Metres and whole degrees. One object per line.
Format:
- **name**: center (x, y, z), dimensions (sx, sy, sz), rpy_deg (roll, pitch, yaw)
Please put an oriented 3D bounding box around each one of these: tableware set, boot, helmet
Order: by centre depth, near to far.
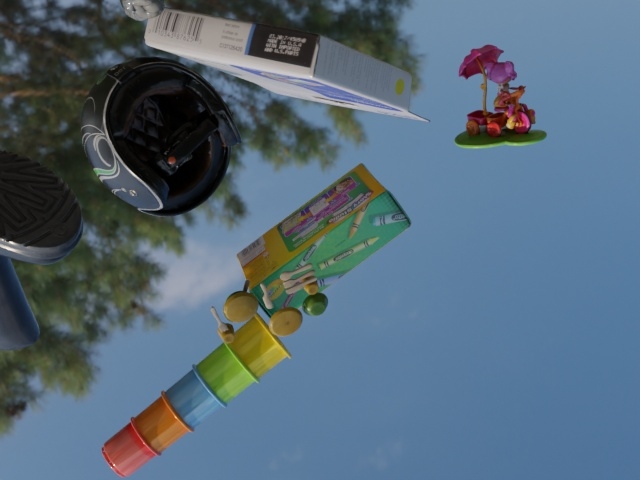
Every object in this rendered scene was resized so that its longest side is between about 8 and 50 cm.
- **helmet**: center (-0.172, -0.110, 0.987), dimensions (0.169, 0.169, 0.161), rpy_deg (-21, -177, -16)
- **tableware set**: center (-0.067, 0.089, 1.232), dimensions (0.154, 0.104, 0.024), rpy_deg (-25, -143, -7)
- **boot**: center (-0.523, 0.048, 1.498), dimensions (0.367, 0.445, 0.146), rpy_deg (28, -130, 15)

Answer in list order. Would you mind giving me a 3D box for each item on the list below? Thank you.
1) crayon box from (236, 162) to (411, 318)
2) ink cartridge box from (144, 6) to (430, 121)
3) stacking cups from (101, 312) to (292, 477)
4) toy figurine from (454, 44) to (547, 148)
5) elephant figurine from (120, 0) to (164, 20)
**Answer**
- **crayon box**: center (0.000, 0.000, 1.553), dimensions (0.278, 0.081, 0.165), rpy_deg (-36, -156, 2)
- **ink cartridge box**: center (-0.035, -0.248, 1.319), dimensions (0.303, 0.072, 0.307), rpy_deg (17, -173, 34)
- **stacking cups**: center (-0.193, 0.241, 1.418), dimensions (0.316, 0.096, 0.096), rpy_deg (-39, -143, -7)
- **toy figurine**: center (0.294, -0.248, 1.557), dimensions (0.130, 0.159, 0.173), rpy_deg (-26, -156, -32)
- **elephant figurine**: center (-0.157, -0.385, 1.223), dimensions (0.239, 0.169, 0.186), rpy_deg (-16, -122, -13)
